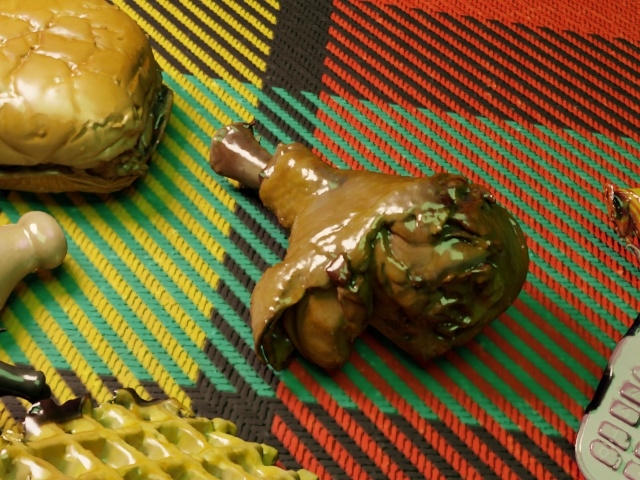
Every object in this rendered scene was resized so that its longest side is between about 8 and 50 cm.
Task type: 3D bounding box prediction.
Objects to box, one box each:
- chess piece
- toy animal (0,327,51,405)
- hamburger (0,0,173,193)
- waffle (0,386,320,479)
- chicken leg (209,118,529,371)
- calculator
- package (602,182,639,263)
[{"bbox_3d":[-0.396,0.049,0.882,0.307,0.124,0.139,-23,24,-32],"label":"chess piece"},{"bbox_3d":[-0.332,0.186,0.758,0.146,0.114,0.245,17,47,-6],"label":"toy animal"},{"bbox_3d":[-0.325,-0.188,1.081,0.319,0.158,0.318,6,47,-6],"label":"hamburger"},{"bbox_3d":[-0.107,0.203,0.694,0.307,0.060,0.312,27,8,-6],"label":"waffle"},{"bbox_3d":[0.000,0.000,0.962,0.409,0.182,0.295,34,67,27],"label":"chicken leg"},{"bbox_3d":[0.379,0.172,0.898,0.194,0.043,0.294,31,64,18],"label":"calculator"},{"bbox_3d":[0.498,0.001,1.063,0.288,0.108,0.223,-16,56,-11],"label":"package"}]
